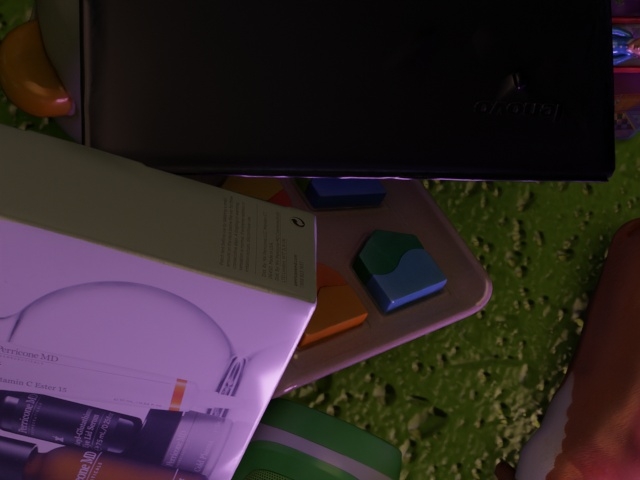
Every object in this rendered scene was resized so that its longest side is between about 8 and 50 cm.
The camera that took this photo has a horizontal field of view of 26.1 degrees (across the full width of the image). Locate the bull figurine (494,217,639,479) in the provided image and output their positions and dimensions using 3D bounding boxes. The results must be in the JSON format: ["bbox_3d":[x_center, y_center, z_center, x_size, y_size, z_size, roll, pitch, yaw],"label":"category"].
[{"bbox_3d":[0.253,0.140,1.101,0.188,0.101,0.310,26,80,-16],"label":"bull figurine"}]

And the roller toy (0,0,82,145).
[{"bbox_3d":[-0.110,-0.150,0.993,0.191,0.146,0.209,29,58,-7],"label":"roller toy"}]

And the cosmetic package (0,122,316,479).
[{"bbox_3d":[-0.199,0.111,0.859,0.284,0.097,0.377,17,125,-12],"label":"cosmetic package"}]

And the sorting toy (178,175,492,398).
[{"bbox_3d":[0.000,0.000,1.020,0.208,0.038,0.193,-22,65,-28],"label":"sorting toy"}]

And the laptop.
[{"bbox_3d":[-0.014,-0.245,0.983,0.382,0.408,0.236,0,122,-25],"label":"laptop"}]

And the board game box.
[{"bbox_3d":[0.245,-0.162,1.118,0.133,0.033,0.169,44,109,-4],"label":"board game box"}]

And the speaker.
[{"bbox_3d":[-0.046,0.268,0.988,0.131,0.131,0.296,26,78,-12],"label":"speaker"}]
